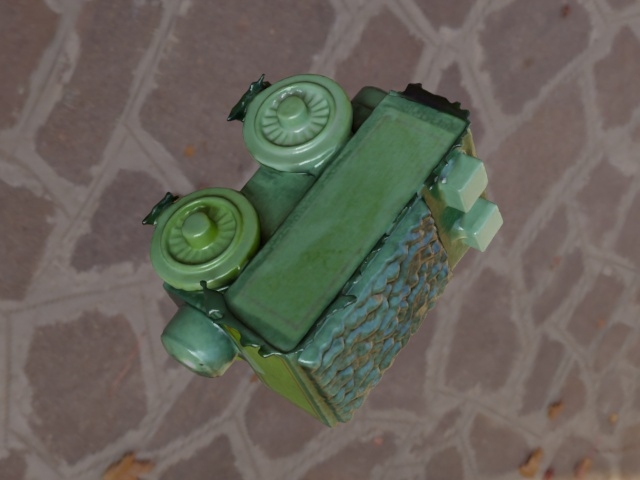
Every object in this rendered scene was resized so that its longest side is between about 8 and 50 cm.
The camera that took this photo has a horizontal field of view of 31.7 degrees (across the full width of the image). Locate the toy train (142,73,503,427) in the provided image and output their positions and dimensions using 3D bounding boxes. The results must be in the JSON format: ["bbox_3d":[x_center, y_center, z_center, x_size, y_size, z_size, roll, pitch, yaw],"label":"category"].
[{"bbox_3d":[0.000,0.000,0.847,0.271,0.188,0.159,-52,148,-18],"label":"toy train"}]
